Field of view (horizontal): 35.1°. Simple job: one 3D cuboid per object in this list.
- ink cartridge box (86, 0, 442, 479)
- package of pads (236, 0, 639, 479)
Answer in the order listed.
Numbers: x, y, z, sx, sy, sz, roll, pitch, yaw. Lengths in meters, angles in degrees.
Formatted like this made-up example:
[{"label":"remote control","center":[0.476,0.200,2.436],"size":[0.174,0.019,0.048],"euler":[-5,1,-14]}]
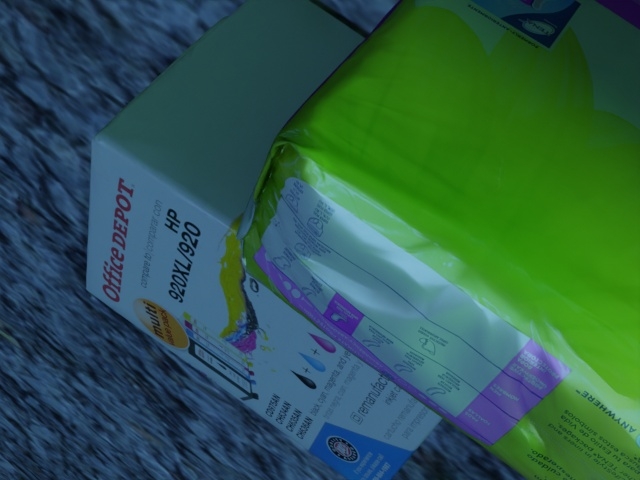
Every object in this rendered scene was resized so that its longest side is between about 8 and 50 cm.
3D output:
[{"label":"ink cartridge box","center":[0.000,0.000,0.613],"size":[0.233,0.168,0.171],"euler":[35,146,8]},{"label":"package of pads","center":[0.138,0.002,0.438],"size":[0.297,0.229,0.101],"euler":[35,145,5]}]
